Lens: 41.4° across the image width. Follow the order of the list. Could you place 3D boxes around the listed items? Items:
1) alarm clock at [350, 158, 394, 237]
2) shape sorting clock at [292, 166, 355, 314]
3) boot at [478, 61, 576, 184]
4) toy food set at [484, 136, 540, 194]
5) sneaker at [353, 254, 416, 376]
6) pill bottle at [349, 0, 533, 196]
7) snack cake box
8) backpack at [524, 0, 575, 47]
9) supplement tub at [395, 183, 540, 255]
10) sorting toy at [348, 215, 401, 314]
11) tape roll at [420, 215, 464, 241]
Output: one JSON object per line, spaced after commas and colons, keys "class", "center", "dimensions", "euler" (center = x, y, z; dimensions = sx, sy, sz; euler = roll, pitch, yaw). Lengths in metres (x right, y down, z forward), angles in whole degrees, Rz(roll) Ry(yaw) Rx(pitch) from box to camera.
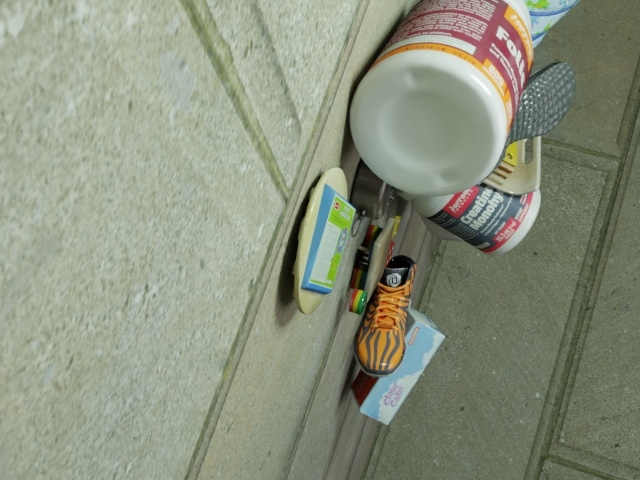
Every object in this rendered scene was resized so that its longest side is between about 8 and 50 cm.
{"class": "alarm clock", "center": [0.090, -0.085, 1.436], "dimensions": [0.129, 0.064, 0.192], "euler": [85, 27, -62]}
{"class": "shape sorting clock", "center": [0.000, 0.000, 1.164], "dimensions": [0.206, 0.040, 0.206], "euler": [16, 90, -75]}
{"class": "boot", "center": [0.281, -0.238, 1.527], "dimensions": [0.338, 0.223, 0.118], "euler": [-34, 126, -23]}
{"class": "toy food set", "center": [0.329, -0.244, 1.733], "dimensions": [0.092, 0.306, 0.219], "euler": [-36, -142, 51]}
{"class": "sneaker", "center": [0.149, 0.152, 1.958], "dimensions": [0.321, 0.125, 0.180], "euler": [-77, 171, -49]}
{"class": "pill bottle", "center": [0.205, -0.257, 1.311], "dimensions": [0.392, 0.224, 0.224], "euler": [-60, 163, -49]}
{"class": "snack cake box", "center": [0.186, 0.303, 2.099], "dimensions": [0.264, 0.089, 0.152], "euler": [-59, -166, 8]}
{"class": "backpack", "center": [0.476, -0.598, 1.993], "dimensions": [0.273, 0.290, 0.355], "euler": [-60, 177, 28]}
{"class": "supplement tub", "center": [0.320, -0.105, 1.845], "dimensions": [0.191, 0.272, 0.191], "euler": [-55, -165, 22]}
{"class": "sorting toy", "center": [0.103, 0.029, 1.687], "dimensions": [0.274, 0.046, 0.132], "euler": [-53, 156, -59]}
{"class": "tape roll", "center": [0.354, -0.189, 2.092], "dimensions": [0.392, 0.072, 0.392], "euler": [-11, 104, -52]}
